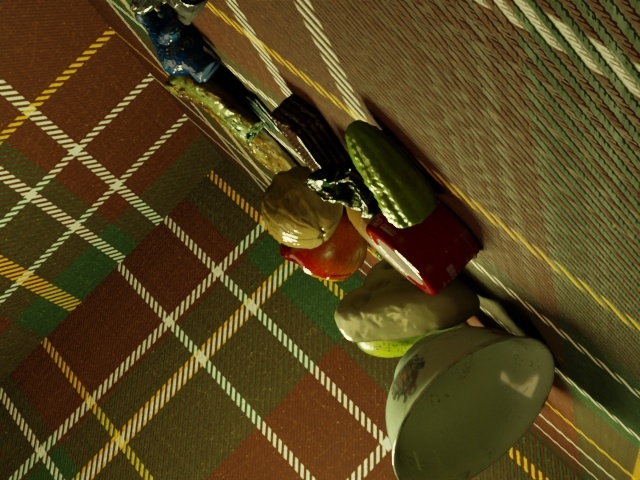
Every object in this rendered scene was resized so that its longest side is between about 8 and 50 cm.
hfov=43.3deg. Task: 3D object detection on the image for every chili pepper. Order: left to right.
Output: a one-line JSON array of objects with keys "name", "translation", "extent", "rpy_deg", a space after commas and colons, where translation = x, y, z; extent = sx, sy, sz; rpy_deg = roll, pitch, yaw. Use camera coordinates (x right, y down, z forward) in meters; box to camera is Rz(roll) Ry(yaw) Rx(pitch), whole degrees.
[{"name": "chili pepper", "translation": [0.100, -0.084, 1.659], "extent": [0.264, 0.116, 0.148], "rpy_deg": [35, -149, 10]}]

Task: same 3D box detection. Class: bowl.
[{"name": "bowl", "translation": [0.289, 0.330, 1.788], "extent": [0.196, 0.435, 0.435], "rpy_deg": [47, 179, 44]}]

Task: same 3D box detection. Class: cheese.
[{"name": "cheese", "translation": [0.247, 0.123, 1.936], "extent": [0.328, 0.351, 0.129], "rpy_deg": [-7, 108, 36]}]

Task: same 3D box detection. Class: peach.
[{"name": "peach", "translation": [0.000, 0.000, 2.376], "extent": [0.249, 0.245, 0.275], "rpy_deg": [-3, -174, 29]}]

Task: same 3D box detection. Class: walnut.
[{"name": "walnut", "translation": [-0.052, -0.092, 2.176], "extent": [0.228, 0.228, 0.228], "rpy_deg": [44, 176, 4]}]

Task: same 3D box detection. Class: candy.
[{"name": "candy", "translation": [0.112, -0.116, 1.353], "extent": [0.209, 0.097, 0.097], "rpy_deg": [51, 173, -20]}]

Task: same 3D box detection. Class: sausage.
[{"name": "sausage", "translation": [0.149, -0.024, 1.797], "extent": [0.328, 0.112, 0.112], "rpy_deg": [44, 176, 16]}]

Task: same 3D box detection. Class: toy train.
[{"name": "toy train", "translation": [0.172, 0.021, 2.384], "extent": [0.064, 0.044, 0.103], "rpy_deg": [54, 177, 5]}]

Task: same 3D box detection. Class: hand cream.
[{"name": "hand cream", "translation": [0.188, -0.001, 1.502], "extent": [0.193, 0.125, 0.193], "rpy_deg": [45, 178, 2]}]

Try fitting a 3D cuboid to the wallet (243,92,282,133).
[{"name": "wallet", "translation": [-0.150, -0.330, 2.105], "extent": [0.129, 0.026, 0.088], "rpy_deg": [47, 174, -32]}]

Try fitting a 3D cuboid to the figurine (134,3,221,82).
[{"name": "figurine", "translation": [-0.369, -0.489, 1.995], "extent": [0.262, 0.121, 0.164], "rpy_deg": [45, 179, 12]}]

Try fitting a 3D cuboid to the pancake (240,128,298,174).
[{"name": "pancake", "translation": [-0.159, -0.267, 2.540], "extent": [0.356, 0.065, 0.356], "rpy_deg": [41, 173, 6]}]

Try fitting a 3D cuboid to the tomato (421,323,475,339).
[{"name": "tomato", "translation": [0.382, 0.342, 2.068], "extent": [0.303, 0.239, 0.303], "rpy_deg": [29, 170, 5]}]

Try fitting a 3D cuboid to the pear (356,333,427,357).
[{"name": "pear", "translation": [0.203, 0.199, 2.206], "extent": [0.292, 0.292, 0.159], "rpy_deg": [44, 172, 3]}]

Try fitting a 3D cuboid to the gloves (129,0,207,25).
[{"name": "gloves", "translation": [-0.261, -0.451, 1.466], "extent": [0.142, 0.119, 0.285], "rpy_deg": [47, 160, -28]}]

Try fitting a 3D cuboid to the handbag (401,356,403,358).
[{"name": "handbag", "translation": [0.437, 0.441, 2.503], "extent": [0.325, 0.162, 0.327], "rpy_deg": [40, -160, 21]}]

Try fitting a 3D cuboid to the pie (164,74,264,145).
[{"name": "pie", "translation": [-0.289, -0.381, 2.208], "extent": [0.288, 0.103, 0.354], "rpy_deg": [35, -174, -3]}]

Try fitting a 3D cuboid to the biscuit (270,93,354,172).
[{"name": "biscuit", "translation": [-0.008, -0.203, 1.733], "extent": [0.106, 0.070, 0.252], "rpy_deg": [42, 176, 38]}]
